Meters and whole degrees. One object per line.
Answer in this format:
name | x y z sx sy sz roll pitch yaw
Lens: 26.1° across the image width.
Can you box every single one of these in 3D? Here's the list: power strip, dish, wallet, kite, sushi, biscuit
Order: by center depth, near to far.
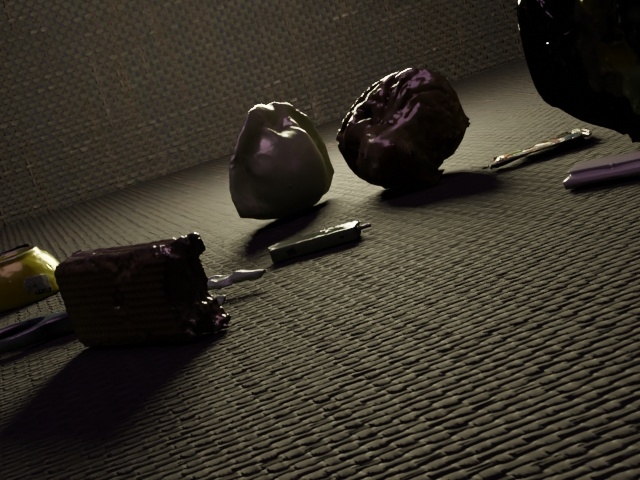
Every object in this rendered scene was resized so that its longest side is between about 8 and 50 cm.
biscuit | -0.198 0.056 1.487 0.239 0.108 0.062 -8 15 47
wallet | 0.345 -0.083 1.596 0.122 0.025 0.061 -9 18 40
sushi | 0.433 -0.279 1.709 0.328 0.328 0.285 -16 19 -2
power strip | 0.000 0.000 1.755 0.136 0.019 0.051 -16 7 9
kite | 0.330 -0.138 2.011 0.183 0.014 0.241 -13 9 44
dish | -0.468 0.054 2.138 0.149 0.080 0.207 -10 13 38

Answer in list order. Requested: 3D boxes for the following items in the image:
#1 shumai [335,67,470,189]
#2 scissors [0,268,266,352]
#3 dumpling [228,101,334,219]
shumai | 0.121 -0.151 2.062 0.206 0.166 0.175 -40 11 18
scissors | -0.231 0.078 1.682 0.383 0.029 0.256 -9 13 40
dumpling | -0.073 -0.124 2.149 0.131 0.179 0.252 -4 14 41
